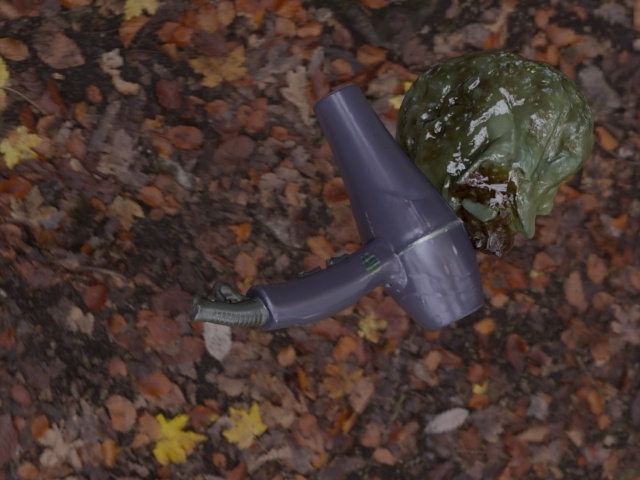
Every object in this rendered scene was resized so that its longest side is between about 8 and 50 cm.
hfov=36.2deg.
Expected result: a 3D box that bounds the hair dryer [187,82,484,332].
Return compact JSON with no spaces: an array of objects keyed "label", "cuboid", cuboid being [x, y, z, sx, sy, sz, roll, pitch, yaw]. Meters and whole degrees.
[{"label":"hair dryer","cuboid":[0.000,0.000,1.065,0.361,0.121,0.301,-25,83,-38]}]

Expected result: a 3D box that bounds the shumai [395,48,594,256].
[{"label":"shumai","cuboid":[0.215,-0.108,1.225,0.256,0.218,0.189,-8,132,16]}]
